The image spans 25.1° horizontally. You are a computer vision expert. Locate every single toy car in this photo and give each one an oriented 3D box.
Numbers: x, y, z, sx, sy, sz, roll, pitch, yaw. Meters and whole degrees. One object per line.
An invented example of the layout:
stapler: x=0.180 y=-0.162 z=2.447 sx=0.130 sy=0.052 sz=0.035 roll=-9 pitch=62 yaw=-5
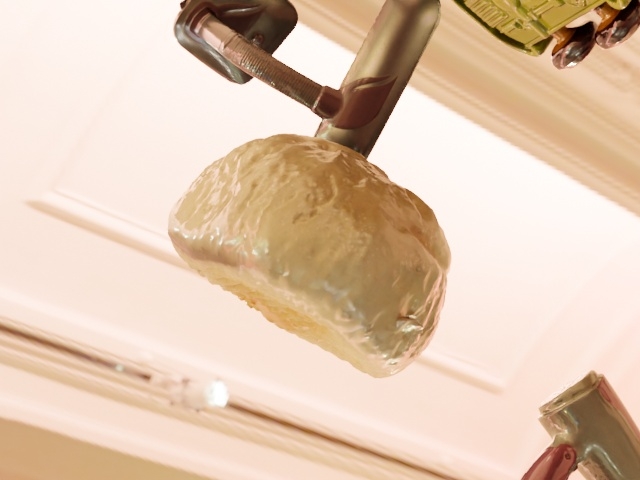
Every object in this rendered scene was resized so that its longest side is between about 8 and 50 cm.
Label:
toy car: x=0.220 y=-0.280 z=1.366 sx=0.200 sy=0.248 sz=0.142 roll=40 pitch=-108 yaw=-13

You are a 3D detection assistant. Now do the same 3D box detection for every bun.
bun: x=0.000 y=0.000 z=1.154 sx=0.244 sy=0.244 sz=0.153 roll=33 pitch=-98 yaw=-37

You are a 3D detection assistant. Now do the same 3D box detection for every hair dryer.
hair dryer: x=0.156 y=0.164 z=0.945 sx=0.154 sy=0.054 sz=0.106 roll=-30 pitch=-94 yaw=-31

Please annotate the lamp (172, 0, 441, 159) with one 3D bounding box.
lamp: x=-0.017 y=-0.222 z=1.474 sx=0.203 sy=0.283 sz=0.124 roll=-51 pitch=-49 yaw=3
